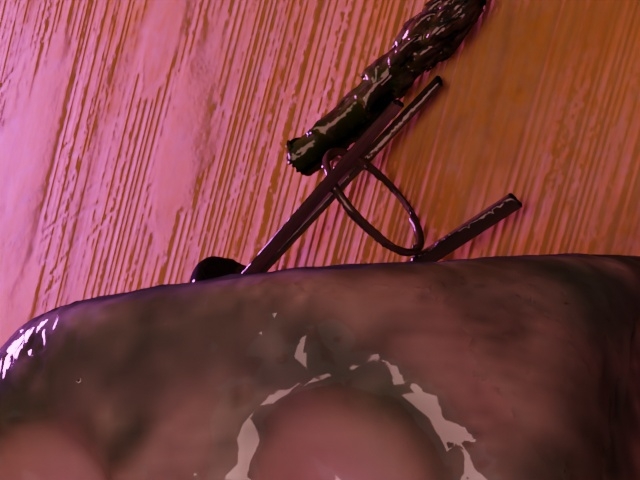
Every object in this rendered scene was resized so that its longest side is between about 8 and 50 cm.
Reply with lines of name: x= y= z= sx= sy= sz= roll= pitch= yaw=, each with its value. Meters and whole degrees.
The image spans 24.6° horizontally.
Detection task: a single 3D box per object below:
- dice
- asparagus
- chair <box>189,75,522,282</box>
dice: x=0.028 y=0.186 z=0.691 sx=0.348 sy=0.328 sz=0.330 roll=-10 pitch=80 yaw=31
asparagus: x=0.041 y=-0.099 z=0.894 sx=0.165 sy=0.036 sz=0.030 roll=-44 pitch=32 yaw=25
chair: x=0.001 y=0.000 z=0.880 sx=0.221 sy=0.095 sz=0.104 roll=-45 pitch=54 yaw=26
